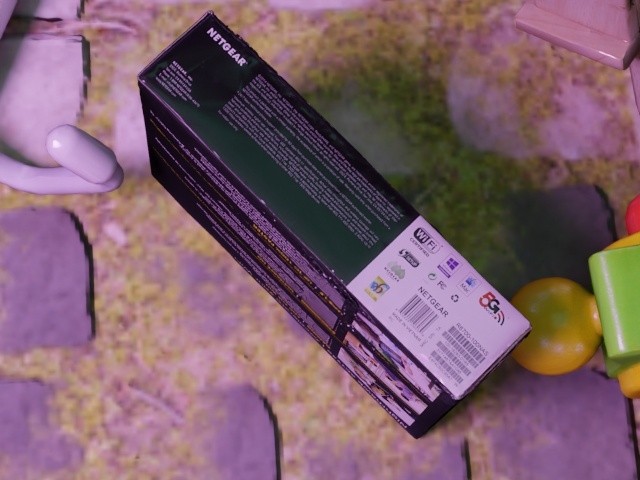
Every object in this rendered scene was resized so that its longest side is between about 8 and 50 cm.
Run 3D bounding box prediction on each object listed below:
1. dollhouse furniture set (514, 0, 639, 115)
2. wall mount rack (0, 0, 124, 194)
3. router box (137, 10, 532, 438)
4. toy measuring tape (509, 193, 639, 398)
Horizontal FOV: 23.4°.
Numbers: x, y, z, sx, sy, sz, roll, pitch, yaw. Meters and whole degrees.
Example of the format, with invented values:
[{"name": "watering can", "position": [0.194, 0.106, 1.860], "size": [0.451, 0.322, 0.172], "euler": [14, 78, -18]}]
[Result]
[{"name": "dollhouse furniture set", "position": [0.073, -0.246, 0.763], "size": [0.355, 0.174, 0.303], "euler": [26, 73, 27]}, {"name": "wall mount rack", "position": [-0.181, -0.177, 0.629], "size": [0.304, 0.130, 0.350], "euler": [30, 72, -35]}, {"name": "router box", "position": [0.000, 0.000, 0.651], "size": [0.046, 0.133, 0.179], "euler": [-43, 83, -13]}, {"name": "toy measuring tape", "position": [0.237, 0.019, 0.676], "size": [0.330, 0.121, 0.121], "euler": [-8, 76, -8]}]
